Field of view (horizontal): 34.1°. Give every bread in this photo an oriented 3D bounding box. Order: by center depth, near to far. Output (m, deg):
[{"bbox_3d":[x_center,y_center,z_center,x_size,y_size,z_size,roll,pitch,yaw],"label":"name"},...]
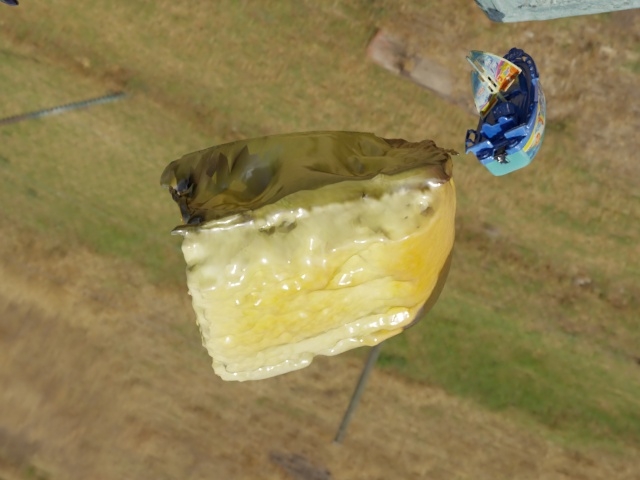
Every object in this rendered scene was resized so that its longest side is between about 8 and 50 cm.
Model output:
[{"bbox_3d":[0.000,0.000,0.732,0.262,0.204,0.163,-118,12,-74],"label":"bread"}]

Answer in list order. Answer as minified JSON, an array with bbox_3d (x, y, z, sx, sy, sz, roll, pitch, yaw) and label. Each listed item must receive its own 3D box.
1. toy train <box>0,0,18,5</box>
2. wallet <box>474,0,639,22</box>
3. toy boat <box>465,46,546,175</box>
[{"bbox_3d":[-0.079,-0.197,0.237,0.131,0.300,0.202,9,157,-41],"label":"toy train"},{"bbox_3d":[0.244,-0.342,1.111,0.342,0.075,0.237,8,139,54],"label":"wallet"},{"bbox_3d":[0.195,-0.165,1.138,0.091,0.175,0.110,-21,126,37],"label":"toy boat"}]
